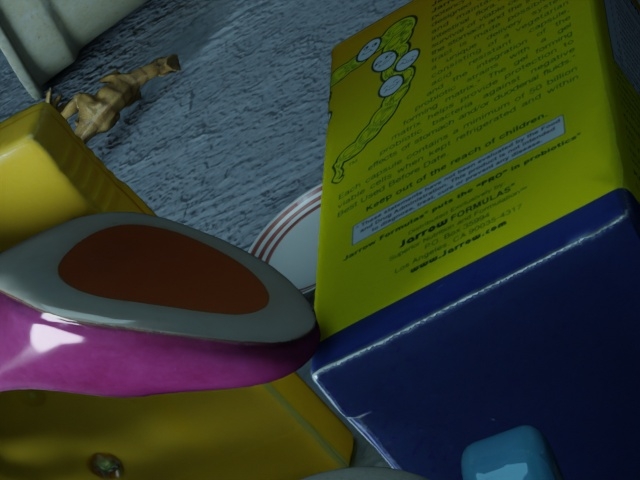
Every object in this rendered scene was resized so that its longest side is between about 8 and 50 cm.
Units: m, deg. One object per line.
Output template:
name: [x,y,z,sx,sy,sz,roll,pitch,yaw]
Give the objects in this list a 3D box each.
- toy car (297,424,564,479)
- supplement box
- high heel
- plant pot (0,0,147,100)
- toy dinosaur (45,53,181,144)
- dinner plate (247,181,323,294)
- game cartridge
toy car: [0.045,0.246,0.912,0.219,0.210,0.238,-22,43,9]
supplement box: [0.129,-0.005,1.170,0.195,0.194,0.356,-28,29,20]
high heel: [-0.162,0.079,1.125,0.377,0.181,0.127,10,28,31]
plant pot: [-0.247,-0.365,2.104,0.305,0.334,0.334,-28,27,-3]
toy dinosaur: [-0.222,-0.119,1.924,0.112,0.064,0.211,2,48,51]
dinner plate: [0.000,0.000,1.517,0.141,0.017,0.141,-30,28,18]
game cartridge: [-0.182,0.083,1.280,0.285,0.324,0.053,-24,32,27]
